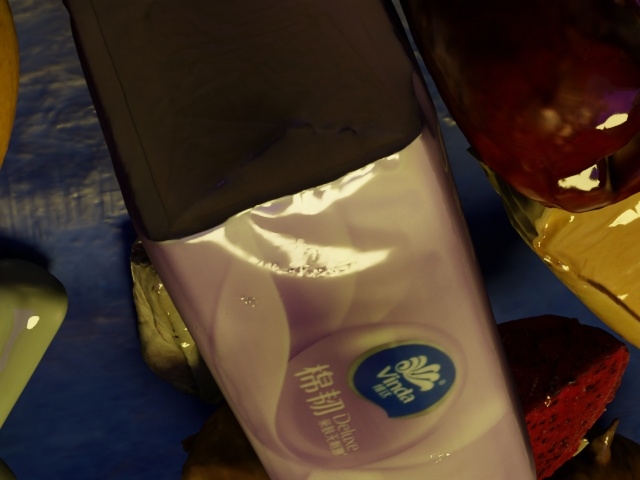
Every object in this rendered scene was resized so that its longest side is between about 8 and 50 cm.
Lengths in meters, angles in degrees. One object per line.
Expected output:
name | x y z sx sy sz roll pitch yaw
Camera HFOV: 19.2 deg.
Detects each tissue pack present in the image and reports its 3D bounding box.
tissue pack | 0.000 0.000 1.033 0.160 0.242 0.338 -22 139 2

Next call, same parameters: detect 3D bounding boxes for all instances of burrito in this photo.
burrito | -0.092 0.050 1.204 0.041 0.055 0.149 -49 151 -28

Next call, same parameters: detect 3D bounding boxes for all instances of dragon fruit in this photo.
dragon fruit | 0.112 0.112 1.194 0.162 0.083 0.106 -39 146 -14

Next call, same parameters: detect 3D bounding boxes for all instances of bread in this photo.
bread | 0.217 -0.032 1.147 0.250 0.133 0.179 27 128 -33

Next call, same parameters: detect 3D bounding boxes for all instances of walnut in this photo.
walnut | 0.138 -0.167 0.879 0.222 0.269 0.244 -12 143 2

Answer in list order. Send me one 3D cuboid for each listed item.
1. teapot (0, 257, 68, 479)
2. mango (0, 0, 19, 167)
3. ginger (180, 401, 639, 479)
teapot | -0.256 0.166 1.214 0.149 0.220 0.318 40 80 -9
mango | -0.240 -0.098 0.940 0.176 0.119 0.317 -2 132 -5
ginger | 0.085 0.181 1.315 0.254 0.176 0.418 -41 136 15
